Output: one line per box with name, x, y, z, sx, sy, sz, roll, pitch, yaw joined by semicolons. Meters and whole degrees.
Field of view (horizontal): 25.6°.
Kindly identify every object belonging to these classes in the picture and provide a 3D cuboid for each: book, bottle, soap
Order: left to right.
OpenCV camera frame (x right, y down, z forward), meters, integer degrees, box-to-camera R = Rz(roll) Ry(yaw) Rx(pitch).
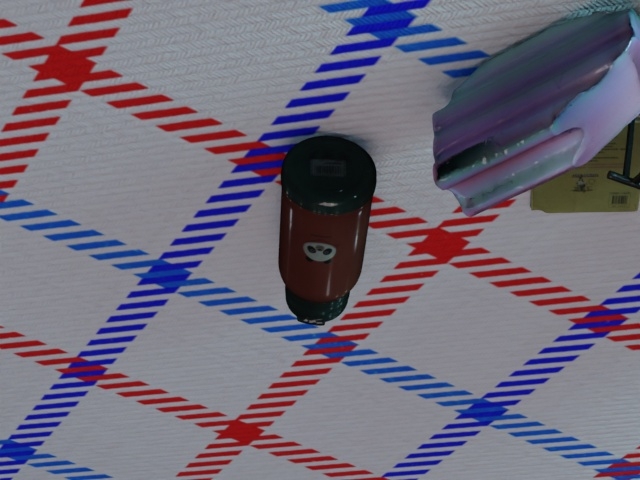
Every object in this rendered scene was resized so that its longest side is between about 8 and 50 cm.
bottle;0.000;0.000;2.189;0.144;0.144;0.336;6;139;-1
soap;0.308;-0.185;1.918;0.324;0.193;0.109;-27;131;29
book;0.404;-0.111;2.123;0.168;0.013;0.192;0;138;5

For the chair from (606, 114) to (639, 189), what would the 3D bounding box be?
chair;0.554;-0.132;1.972;0.260;0.154;0.141;19;151;-11
